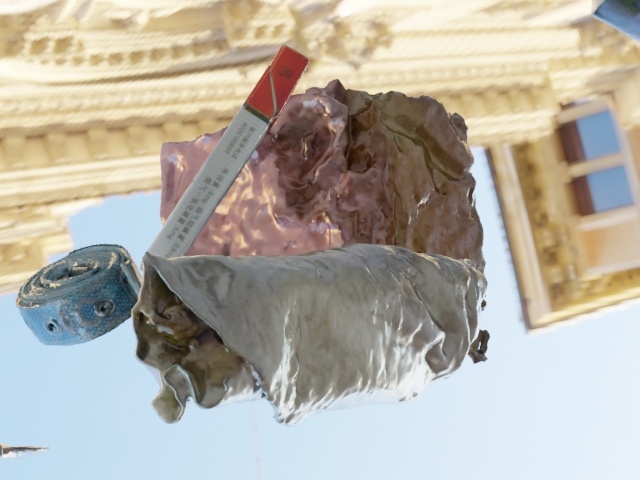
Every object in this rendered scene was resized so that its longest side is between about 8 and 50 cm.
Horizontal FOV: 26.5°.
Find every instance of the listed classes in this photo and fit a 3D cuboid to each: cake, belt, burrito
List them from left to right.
[{"bbox_3d":[-0.280,0.067,1.607,0.147,0.163,0.082,-31,-70,-7],"label":"belt"},{"bbox_3d":[0.000,0.000,1.581,0.293,0.306,0.314,13,-107,-53],"label":"cake"},{"bbox_3d":[0.013,0.061,0.923,0.392,0.076,0.117,1,-97,-57],"label":"burrito"}]

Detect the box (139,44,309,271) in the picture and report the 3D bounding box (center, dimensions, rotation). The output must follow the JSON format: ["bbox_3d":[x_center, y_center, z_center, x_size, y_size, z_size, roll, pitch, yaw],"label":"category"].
[{"bbox_3d":[-0.095,-0.069,1.307,0.035,0.139,0.245,34,-100,-4],"label":"box"}]

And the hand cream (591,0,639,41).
[{"bbox_3d":[0.341,-0.169,1.173,0.271,0.091,0.058,30,-119,-1],"label":"hand cream"}]

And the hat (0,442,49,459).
[{"bbox_3d":[-0.392,0.181,1.305,0.219,0.226,0.164,40,-110,16],"label":"hat"}]
